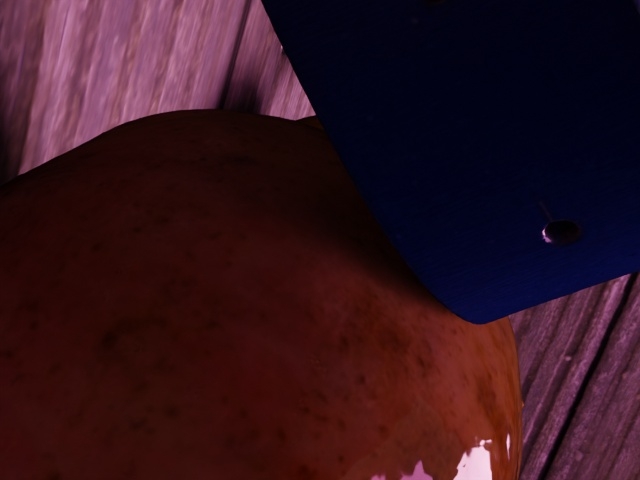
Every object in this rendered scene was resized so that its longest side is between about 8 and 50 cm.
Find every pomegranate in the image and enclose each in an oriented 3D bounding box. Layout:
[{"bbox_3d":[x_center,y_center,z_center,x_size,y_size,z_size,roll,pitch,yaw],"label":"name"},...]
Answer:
[{"bbox_3d":[-0.054,0.099,0.574,0.322,0.322,0.322,21,90,-82],"label":"pomegranate"}]

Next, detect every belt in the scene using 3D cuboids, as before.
[{"bbox_3d":[0.042,-0.146,0.484,0.212,0.117,0.347,-19,89,-67],"label":"belt"}]

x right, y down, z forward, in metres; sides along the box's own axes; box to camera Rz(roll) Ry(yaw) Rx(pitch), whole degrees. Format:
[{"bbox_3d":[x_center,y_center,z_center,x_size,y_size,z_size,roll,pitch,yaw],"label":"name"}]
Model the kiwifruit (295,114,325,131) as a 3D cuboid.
[{"bbox_3d":[0.000,0.000,1.030,0.234,0.196,0.196,-42,153,-80],"label":"kiwifruit"}]
